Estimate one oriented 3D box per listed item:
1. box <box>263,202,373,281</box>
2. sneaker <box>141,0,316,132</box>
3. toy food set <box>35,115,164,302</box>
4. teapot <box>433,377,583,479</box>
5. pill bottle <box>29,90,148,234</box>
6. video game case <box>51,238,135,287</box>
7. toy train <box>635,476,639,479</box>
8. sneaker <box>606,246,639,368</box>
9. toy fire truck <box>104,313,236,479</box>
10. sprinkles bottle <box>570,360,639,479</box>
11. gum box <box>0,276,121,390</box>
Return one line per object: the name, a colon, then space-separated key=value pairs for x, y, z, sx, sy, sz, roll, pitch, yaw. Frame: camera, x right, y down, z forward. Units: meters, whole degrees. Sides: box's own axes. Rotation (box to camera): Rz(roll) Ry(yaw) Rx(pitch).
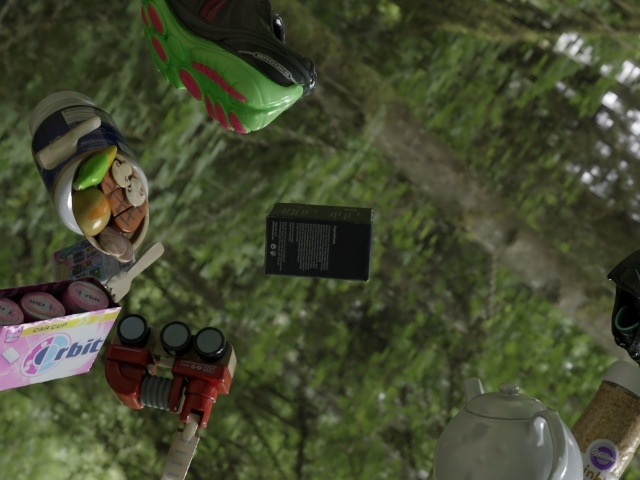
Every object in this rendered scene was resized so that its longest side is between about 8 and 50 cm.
box: x=0.000 y=0.000 z=1.868 sx=0.156 sy=0.158 sz=0.093 roll=-71 pitch=164 yaw=-80
sneaker: x=-0.174 y=-0.355 z=2.183 sx=0.202 sy=0.483 sz=0.185 roll=-22 pitch=140 yaw=-25
toy food set: x=-0.233 y=-0.042 z=1.397 sx=0.038 sy=0.192 sz=0.132 roll=-11 pitch=-156 yaw=33
teapot: x=0.297 y=0.318 z=1.935 sx=0.252 sy=0.256 sz=0.187 roll=-9 pitch=103 yaw=-61
pill bottle: x=-0.391 y=-0.134 z=2.035 sx=0.153 sy=0.153 sz=0.265 roll=-56 pitch=-141 yaw=16
video game case: x=-0.386 y=0.039 z=2.095 sx=0.143 sy=0.019 sz=0.157 roll=-23 pitch=-147 yaw=-1
toy train: x=0.639 y=0.336 z=2.137 sx=0.248 sy=0.105 sz=0.143 roll=-47 pitch=162 yaw=33
sneaker: x=0.416 y=0.122 z=1.554 sx=0.106 sy=0.267 sz=0.101 roll=-22 pitch=-154 yaw=-17
toy fire truck: x=-0.275 y=0.282 z=2.164 sx=0.158 sy=0.217 sz=0.246 roll=85 pitch=16 yaw=-62
sprinkles bottle: x=0.483 y=0.388 z=2.193 sx=0.355 sy=0.121 sz=0.121 roll=-54 pitch=-173 yaw=-12
gum box: x=-0.337 y=0.109 z=1.435 sx=0.188 sy=0.062 sz=0.107 roll=-8 pitch=135 yaw=-53
